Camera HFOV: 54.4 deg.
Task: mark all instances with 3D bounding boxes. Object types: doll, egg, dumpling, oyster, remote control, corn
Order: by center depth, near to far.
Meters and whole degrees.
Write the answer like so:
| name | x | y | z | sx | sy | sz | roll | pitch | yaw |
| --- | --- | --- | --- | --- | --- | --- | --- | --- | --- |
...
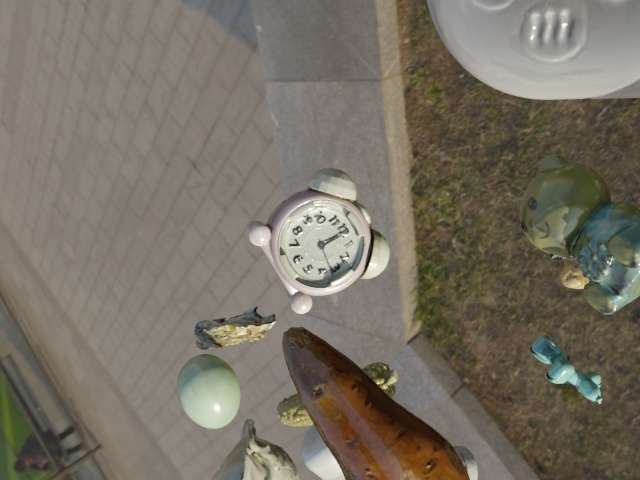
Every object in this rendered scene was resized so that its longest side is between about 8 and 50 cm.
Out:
| name | x | y | z | sx | sy | sz | roll | pitch | yaw |
| --- | --- | --- | --- | --- | --- | --- | --- | --- | --- |
| remote control | 0.241 | -0.220 | 0.479 | 0.331 | 0.103 | 0.221 | 3 | 120 | 24 |
| dumpling | -0.109 | 0.403 | 1.009 | 0.172 | 0.142 | 0.247 | -160 | 62 | -69 |
| doll | 0.465 | -0.025 | 1.085 | 0.261 | 0.161 | 0.177 | 45 | 149 | 36 |
| corn | 0.036 | 0.328 | 1.295 | 0.288 | 0.086 | 0.087 | -25 | 93 | 26 |
| doll | 0.559 | 0.294 | 1.385 | 0.059 | 0.158 | 0.159 | -55 | 27 | 19 |
| egg | -0.274 | 0.373 | 1.535 | 0.149 | 0.149 | 0.192 | 3 | 116 | 43 |
| oyster | -0.215 | 0.229 | 1.597 | 0.223 | 0.214 | 0.083 | 169 | 88 | -75 |

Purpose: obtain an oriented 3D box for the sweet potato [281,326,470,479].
| name | x | y | z | sx | sy | sz | roll | pitch | yaw |
| --- | --- | --- | --- | --- | --- | --- | --- | --- | --- |
| sweet potato | 0.085 | 0.229 | 0.594 | 0.112 | 0.112 | 0.359 | -22 | 100 | 47 |

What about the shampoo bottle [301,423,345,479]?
| name | x | y | z | sx | sy | sz | roll | pitch | yaw |
| --- | --- | --- | --- | --- | --- | --- | --- | --- | --- |
| shampoo bottle | 0.063 | 0.294 | 0.770 | 0.192 | 0.074 | 0.074 | 42 | 140 | -16 |

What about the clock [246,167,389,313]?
| name | x | y | z | sx | sy | sz | roll | pitch | yaw |
| --- | --- | --- | --- | --- | --- | --- | --- | --- | --- |
| clock | 0.000 | 0.000 | 1.744 | 0.342 | 0.325 | 0.184 | 59 | 180 | -17 |

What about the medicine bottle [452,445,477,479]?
| name | x | y | z | sx | sy | sz | roll | pitch | yaw |
| --- | --- | --- | --- | --- | --- | --- | --- | --- | --- |
| medicine bottle | 0.197 | 0.439 | 1.179 | 0.102 | 0.186 | 0.103 | -26 | 60 | 61 |

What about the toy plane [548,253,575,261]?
| name | x | y | z | sx | sy | sz | roll | pitch | yaw |
| --- | --- | --- | --- | --- | --- | --- | --- | --- | --- |
| toy plane | 0.587 | -0.019 | 1.355 | 0.103 | 0.316 | 0.204 | 1 | 74 | 46 |

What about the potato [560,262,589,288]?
| name | x | y | z | sx | sy | sz | roll | pitch | yaw |
| --- | --- | --- | --- | --- | --- | --- | --- | --- | --- |
| potato | 0.684 | 0.098 | 1.660 | 0.068 | 0.083 | 0.062 | -64 | 30 | 19 |
